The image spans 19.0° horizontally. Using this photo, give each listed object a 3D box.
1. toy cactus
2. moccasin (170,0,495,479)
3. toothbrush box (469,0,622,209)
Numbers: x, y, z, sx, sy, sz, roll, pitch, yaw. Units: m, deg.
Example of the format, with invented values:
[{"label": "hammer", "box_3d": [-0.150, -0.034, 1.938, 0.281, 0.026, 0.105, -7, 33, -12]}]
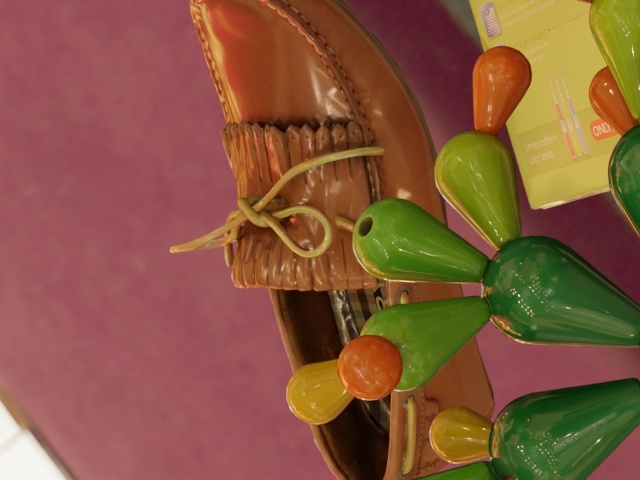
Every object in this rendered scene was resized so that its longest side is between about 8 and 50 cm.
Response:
[{"label": "toy cactus", "box_3d": [0.096, 0.021, 0.639, 0.180, 0.112, 0.219, 22, 88, 7]}, {"label": "moccasin", "box_3d": [-0.002, 0.000, 1.237, 0.139, 0.147, 0.380, 10, 126, 38]}, {"label": "toothbrush box", "box_3d": [0.149, -0.173, 0.876, 0.206, 0.122, 0.283, -20, 88, 69]}]
